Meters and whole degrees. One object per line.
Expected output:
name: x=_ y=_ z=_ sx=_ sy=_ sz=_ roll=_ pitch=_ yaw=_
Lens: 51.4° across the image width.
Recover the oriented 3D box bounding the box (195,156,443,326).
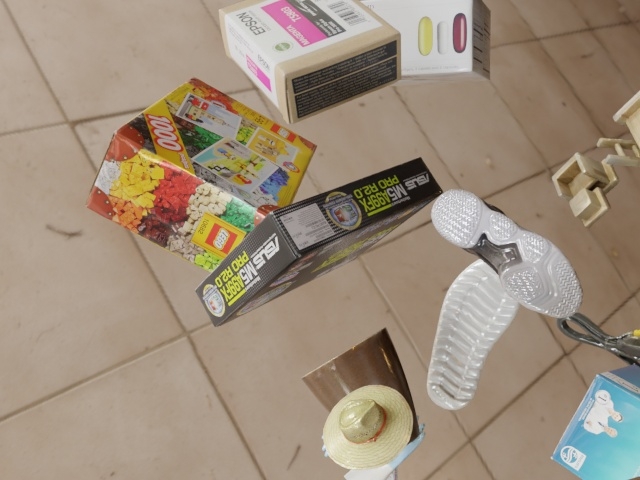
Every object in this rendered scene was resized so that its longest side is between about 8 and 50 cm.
box: x=0.000 y=0.000 z=0.847 sx=0.270 sy=0.216 sz=0.060 roll=-23 pitch=78 yaw=-42

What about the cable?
cable: x=0.683 y=0.232 z=1.502 sx=0.072 sy=0.287 sz=0.139 roll=-33 pitch=119 yaw=-31

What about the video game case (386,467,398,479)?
video game case: x=0.127 y=0.554 z=1.766 sx=0.023 sy=0.201 sz=0.183 roll=-24 pitch=122 yaw=-34

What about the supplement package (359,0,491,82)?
supplement package: x=0.185 y=-0.385 z=1.297 sx=0.204 sy=0.262 sz=0.145 roll=-19 pitch=109 yaw=-66

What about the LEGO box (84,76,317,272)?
LEGO box: x=-0.241 y=-0.156 z=1.530 sx=0.373 sy=0.193 sz=0.500 roll=28 pitch=26 yaw=-6

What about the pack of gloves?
pack of gloves: x=0.122 y=0.467 z=1.600 sx=0.232 sy=0.046 sz=0.195 roll=-41 pitch=52 yaw=-16

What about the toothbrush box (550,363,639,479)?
toothbrush box: x=0.463 y=0.280 z=0.789 sx=0.296 sy=0.126 sz=0.216 roll=30 pitch=12 yaw=34

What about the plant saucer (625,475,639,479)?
plant saucer: x=0.248 y=0.248 z=0.501 sx=0.199 sy=0.198 sz=0.036 roll=32 pitch=12 yaw=-15

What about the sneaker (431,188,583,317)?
sneaker: x=0.305 y=0.014 z=1.070 sx=0.269 sy=0.101 sz=0.153 roll=41 pitch=14 yaw=14

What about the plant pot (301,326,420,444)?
plant pot: x=0.109 y=0.339 z=1.428 sx=0.215 sy=0.215 sz=0.230 roll=-24 pitch=78 yaw=-42

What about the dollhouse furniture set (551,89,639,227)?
dollhouse furniture set: x=0.347 y=-0.037 z=0.679 sx=0.101 sy=0.161 sz=0.181 roll=18 pitch=45 yaw=-21

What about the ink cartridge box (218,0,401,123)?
ink cartridge box: x=-0.019 y=-0.298 z=1.009 sx=0.193 sy=0.088 sz=0.234 roll=-25 pitch=50 yaw=-17

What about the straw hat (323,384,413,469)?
straw hat: x=0.060 y=0.267 z=0.990 sx=0.061 sy=0.145 sz=0.144 roll=58 pitch=34 yaw=-44

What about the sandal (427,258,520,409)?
sandal: x=0.374 y=0.222 z=1.671 sx=0.169 sy=0.416 sz=0.102 roll=26 pitch=11 yaw=17
